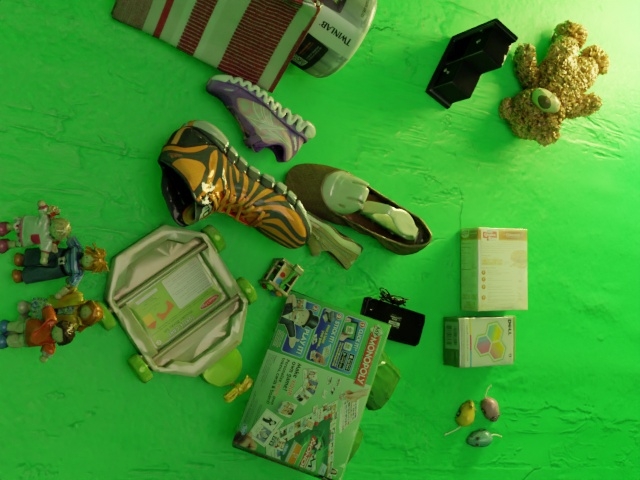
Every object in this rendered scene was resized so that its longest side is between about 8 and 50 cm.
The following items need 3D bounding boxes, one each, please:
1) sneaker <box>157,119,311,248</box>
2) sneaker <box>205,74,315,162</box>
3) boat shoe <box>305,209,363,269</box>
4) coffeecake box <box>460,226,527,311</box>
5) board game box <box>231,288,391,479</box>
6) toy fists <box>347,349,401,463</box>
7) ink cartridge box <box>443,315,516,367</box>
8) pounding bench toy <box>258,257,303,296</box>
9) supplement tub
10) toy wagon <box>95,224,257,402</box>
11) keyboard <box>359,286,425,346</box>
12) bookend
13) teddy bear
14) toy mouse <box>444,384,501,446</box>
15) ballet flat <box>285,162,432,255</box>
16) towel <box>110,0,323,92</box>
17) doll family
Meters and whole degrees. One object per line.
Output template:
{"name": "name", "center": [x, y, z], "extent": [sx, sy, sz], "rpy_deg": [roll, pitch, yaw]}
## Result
{"name": "sneaker", "center": [-0.170, -0.061, 1.472], "extent": [0.321, 0.124, 0.180], "rpy_deg": [39, 43, -10]}
{"name": "sneaker", "center": [-0.125, -0.229, 1.552], "extent": [0.236, 0.095, 0.105], "rpy_deg": [31, 82, -24]}
{"name": "boat shoe", "center": [0.000, 0.000, 1.622], "extent": [0.190, 0.068, 0.072], "rpy_deg": [32, 86, -23]}
{"name": "coffeecake box", "center": [0.392, 0.065, 1.817], "extent": [0.142, 0.068, 0.186], "rpy_deg": [2, 88, -27]}
{"name": "board game box", "center": [-0.013, 0.274, 1.530], "extent": [0.213, 0.046, 0.317], "rpy_deg": [20, 66, 3]}
{"name": "toy fists", "center": [0.040, 0.317, 1.615], "extent": [0.142, 0.096, 0.279], "rpy_deg": [47, 67, -26]}
{"name": "ink cartridge box", "center": [0.376, 0.225, 1.807], "extent": [0.209, 0.062, 0.109], "rpy_deg": [2, 87, -28]}
{"name": "pounding bench toy", "center": [-0.074, 0.075, 1.567], "extent": [0.052, 0.083, 0.065], "rpy_deg": [40, 71, -21]}
{"name": "supplement tub", "center": [-0.079, -0.473, 1.515], "extent": [0.338, 0.207, 0.207], "rpy_deg": [28, 76, -24]}
{"name": "toy wagon", "center": [-0.246, 0.147, 1.486], "extent": [0.267, 0.068, 0.344], "rpy_deg": [-36, 105, -23]}
{"name": "keyboard", "center": [0.148, 0.159, 1.703], "extent": [0.192, 0.038, 0.100], "rpy_deg": [21, 85, -41]}
{"name": "bookend", "center": [0.327, -0.381, 1.750], "extent": [0.072, 0.156, 0.157], "rpy_deg": [33, 75, -23]}
{"name": "teddy bear", "center": [0.567, -0.380, 1.901], "extent": [0.338, 0.113, 0.245], "rpy_deg": [-32, 100, -25]}
{"name": "toy mouse", "center": [0.372, 0.412, 1.815], "extent": [0.143, 0.031, 0.161], "rpy_deg": [42, 71, -20]}
{"name": "ballet flat", "center": [0.093, -0.065, 1.636], "extent": [0.342, 0.124, 0.116], "rpy_deg": [30, 75, -23]}
{"name": "towel", "center": [-0.188, -0.407, 1.424], "extent": [0.328, 0.237, 0.037], "rpy_deg": [24, 48, -14]}
{"name": "doll family", "center": [-0.436, 0.068, 1.343], "extent": [0.118, 0.163, 0.263], "rpy_deg": [7, 79, -71]}
